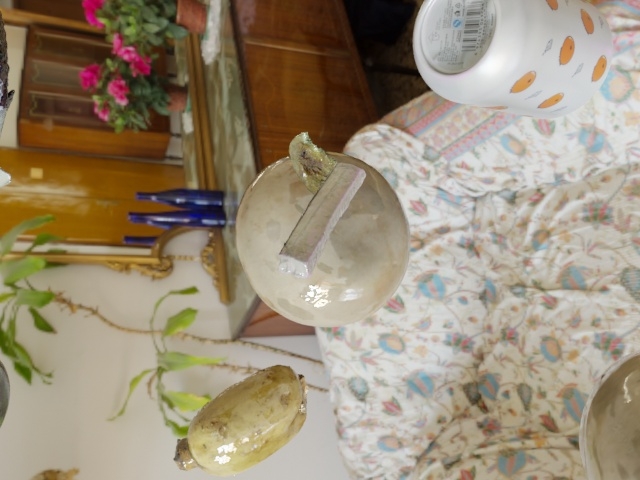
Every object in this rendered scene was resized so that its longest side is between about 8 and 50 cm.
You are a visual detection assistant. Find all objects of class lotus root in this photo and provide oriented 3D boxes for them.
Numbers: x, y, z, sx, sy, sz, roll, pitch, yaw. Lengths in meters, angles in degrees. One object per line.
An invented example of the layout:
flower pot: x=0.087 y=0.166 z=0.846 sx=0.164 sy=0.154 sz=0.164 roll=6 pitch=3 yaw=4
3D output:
lotus root: x=-0.146 y=0.350 z=1.102 sx=0.146 sy=0.284 sz=0.160 roll=40 pitch=154 yaw=63

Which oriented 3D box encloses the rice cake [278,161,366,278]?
rice cake: x=0.005 y=-0.033 z=0.702 sx=0.036 sy=0.047 sz=0.206 roll=101 pitch=-167 yaw=-45

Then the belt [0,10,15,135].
belt: x=-0.418 y=-0.155 z=0.623 sx=0.289 sy=0.164 sz=0.184 roll=-46 pitch=66 yaw=40

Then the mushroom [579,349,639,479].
mushroom: x=0.277 y=0.170 z=0.365 sx=0.209 sy=0.206 sz=0.206 roll=-4 pitch=84 yaw=34

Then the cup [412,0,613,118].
cup: x=0.306 y=-0.314 z=0.932 sx=0.212 sy=0.317 sz=0.212 roll=6 pitch=99 yaw=45

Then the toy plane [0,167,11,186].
toy plane: x=-0.374 y=-0.079 z=0.423 sx=0.192 sy=0.262 sz=0.088 roll=-48 pitch=31 yaw=28

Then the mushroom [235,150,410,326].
mushroom: x=0.000 y=0.000 z=1.175 sx=0.294 sy=0.362 sz=0.362 roll=142 pitch=126 yaw=-62

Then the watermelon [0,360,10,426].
watermelon: x=-0.547 y=0.248 z=0.729 sx=0.159 sy=0.303 sz=0.128 roll=47 pitch=147 yaw=20

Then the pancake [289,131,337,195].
pancake: x=-0.004 y=-0.108 z=0.927 sx=0.129 sy=0.023 sz=0.116 roll=46 pitch=152 yaw=14
